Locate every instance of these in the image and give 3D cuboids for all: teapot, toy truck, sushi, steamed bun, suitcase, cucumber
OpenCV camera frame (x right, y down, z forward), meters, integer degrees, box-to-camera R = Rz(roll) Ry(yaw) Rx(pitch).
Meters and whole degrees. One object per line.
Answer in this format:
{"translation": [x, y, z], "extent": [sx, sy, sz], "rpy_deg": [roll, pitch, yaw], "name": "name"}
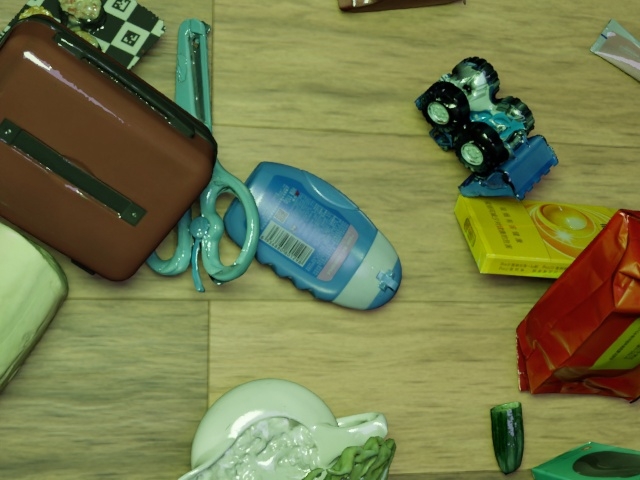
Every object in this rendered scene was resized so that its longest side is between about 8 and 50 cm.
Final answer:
{"translation": [-0.057, 0.282, 1.229], "extent": [0.298, 0.139, 0.204], "rpy_deg": [-22, 88, -14], "name": "teapot"}
{"translation": [0.232, -0.149, 1.342], "extent": [0.208, 0.126, 0.113], "rpy_deg": [49, 58, 1], "name": "toy truck"}
{"translation": [-0.340, -0.272, 1.229], "extent": [0.193, 0.040, 0.210], "rpy_deg": [36, 78, 13], "name": "sushi"}
{"translation": [-0.424, 0.082, 1.142], "extent": [0.170, 0.200, 0.225], "rpy_deg": [33, 64, 1], "name": "steamed bun"}
{"translation": [-0.294, -0.111, 1.134], "extent": [0.297, 0.161, 0.236], "rpy_deg": [35, 107, -22], "name": "suitcase"}
{"translation": [0.276, 0.291, 1.356], "extent": [0.048, 0.048, 0.105], "rpy_deg": [-2, 85, -14], "name": "cucumber"}

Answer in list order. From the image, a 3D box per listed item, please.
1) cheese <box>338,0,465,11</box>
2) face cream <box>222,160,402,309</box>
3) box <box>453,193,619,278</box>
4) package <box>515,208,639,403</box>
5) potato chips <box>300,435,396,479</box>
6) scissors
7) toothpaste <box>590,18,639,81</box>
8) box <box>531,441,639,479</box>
{"translation": [0.103, -0.399, 1.333], "extent": [0.177, 0.203, 0.128], "rpy_deg": [-10, 88, 17], "name": "cheese"}
{"translation": [0.000, 0.000, 1.297], "extent": [0.264, 0.083, 0.149], "rpy_deg": [34, 80, -9], "name": "face cream"}
{"translation": [0.343, -0.002, 1.358], "extent": [0.269, 0.152, 0.043], "rpy_deg": [3, 128, -14], "name": "box"}
{"translation": [0.430, 0.090, 1.256], "extent": [0.196, 0.423, 0.123], "rpy_deg": [4, 54, -15], "name": "package"}
{"translation": [-0.045, 0.406, 1.165], "extent": [0.389, 0.097, 0.373], "rpy_deg": [-28, 134, 0], "name": "potato chips"}
{"translation": [-0.168, -0.124, 1.260], "extent": [0.180, 0.032, 0.392], "rpy_deg": [-8, 76, 22], "name": "scissors"}
{"translation": [0.526, -0.273, 1.479], "extent": [0.194, 0.043, 0.067], "rpy_deg": [36, 80, -2], "name": "toothpaste"}
{"translation": [0.436, 0.397, 1.249], "extent": [0.118, 0.311, 0.205], "rpy_deg": [-23, 90, -16], "name": "box"}
